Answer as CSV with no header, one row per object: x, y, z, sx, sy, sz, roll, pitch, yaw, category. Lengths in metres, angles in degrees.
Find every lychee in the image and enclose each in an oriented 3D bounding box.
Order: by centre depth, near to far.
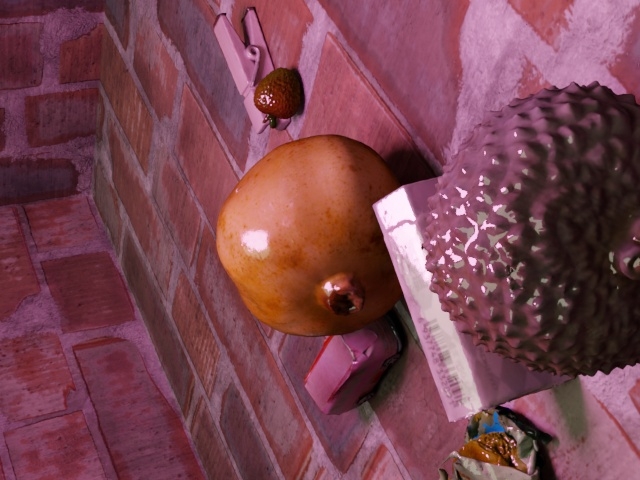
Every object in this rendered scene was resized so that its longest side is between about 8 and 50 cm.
0.319,-0.015,1.146,0.432,0.380,0.381,-144,46,-77,lychee
-0.103,-0.342,2.070,0.114,0.114,0.147,29,99,56,lychee

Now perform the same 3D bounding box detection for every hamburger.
0.301,0.438,1.562,0.260,0.150,0.276,-15,86,61,hamburger

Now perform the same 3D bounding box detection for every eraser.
0.253,0.083,1.465,0.082,0.213,0.397,122,131,-67,eraser

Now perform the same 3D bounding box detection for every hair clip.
-0.170,-0.430,2.184,0.085,0.101,0.331,-42,64,54,hair clip

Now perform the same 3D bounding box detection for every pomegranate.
0.000,0.000,1.681,0.416,0.416,0.417,32,128,54,pomegranate

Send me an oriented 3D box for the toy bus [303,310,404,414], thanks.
0.073,0.275,1.945,0.128,0.147,0.303,58,147,25,toy bus
